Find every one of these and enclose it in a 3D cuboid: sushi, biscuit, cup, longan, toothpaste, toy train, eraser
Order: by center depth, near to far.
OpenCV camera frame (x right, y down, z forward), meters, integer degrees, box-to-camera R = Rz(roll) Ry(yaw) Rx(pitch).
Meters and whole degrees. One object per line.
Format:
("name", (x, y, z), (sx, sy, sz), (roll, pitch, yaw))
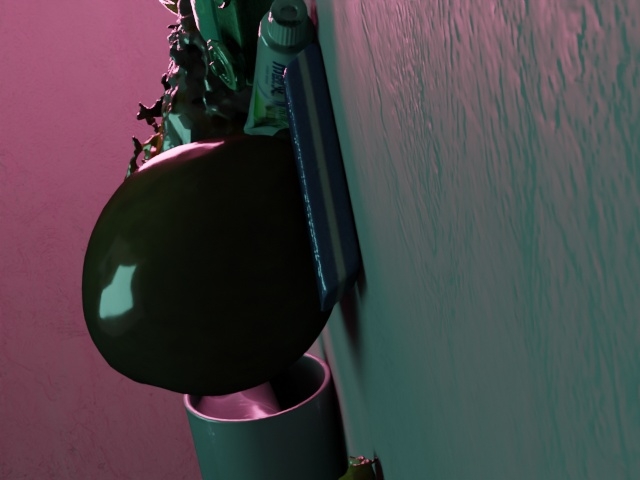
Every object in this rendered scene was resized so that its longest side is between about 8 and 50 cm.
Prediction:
("eraser", (-0.001, -0.054, 0.972), (0.082, 0.036, 0.225), (96, 164, -74))
("toothpaste", (-0.037, -0.154, 1.088), (0.297, 0.074, 0.048), (105, 174, -74))
("toy train", (-0.091, -0.259, 1.101), (0.159, 0.101, 0.248), (54, 166, 26))
("longan", (-0.095, 0.018, 1.106), (0.243, 0.300, 0.300), (38, 177, -3))
("biscuit", (0.033, 0.278, 1.112), (0.183, 0.061, 0.118), (93, 166, -69))
("sushi", (-0.140, -0.109, 1.431), (0.417, 0.175, 0.418), (-174, 90, -73))
("cup", (-0.067, 0.333, 1.597), (0.205, 0.205, 0.312), (-110, 11, -69))

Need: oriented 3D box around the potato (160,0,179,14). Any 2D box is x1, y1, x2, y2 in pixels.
("potato", (-0.176, -0.404, 1.534), (0.296, 0.141, 0.192), (-68, -30, -68))
